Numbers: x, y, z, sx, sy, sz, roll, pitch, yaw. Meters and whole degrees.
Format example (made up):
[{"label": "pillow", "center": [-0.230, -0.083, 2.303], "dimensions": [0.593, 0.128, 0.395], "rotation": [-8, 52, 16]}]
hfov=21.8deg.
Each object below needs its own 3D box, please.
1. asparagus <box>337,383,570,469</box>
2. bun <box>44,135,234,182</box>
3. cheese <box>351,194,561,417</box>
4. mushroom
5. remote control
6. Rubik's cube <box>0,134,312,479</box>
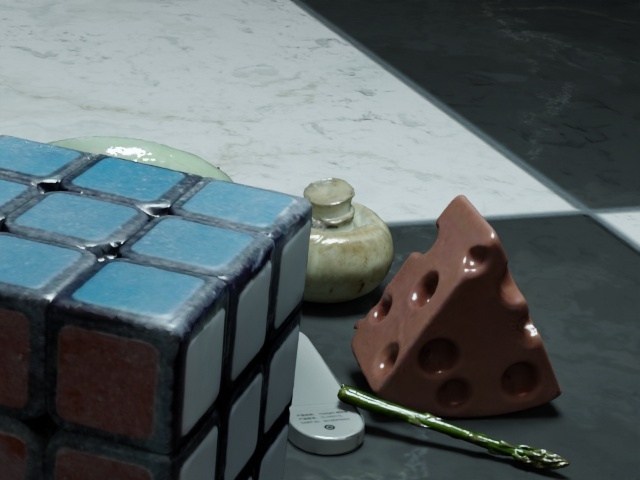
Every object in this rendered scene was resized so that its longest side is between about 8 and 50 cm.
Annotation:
[{"label": "asparagus", "center": [0.125, 0.180, 1.585], "dimensions": [0.233, 0.023, 0.022], "rotation": [17, 65, 13]}, {"label": "bun", "center": [-0.221, 0.014, 1.709], "dimensions": [0.293, 0.187, 0.293], "rotation": [0, -17, 0]}, {"label": "cheese", "center": [0.161, 0.090, 1.684], "dimensions": [0.177, 0.203, 0.128], "rotation": [31, 10, -24]}, {"label": "mushroom", "center": [0.000, 0.000, 1.883], "dimensions": [0.166, 0.127, 0.166], "rotation": [-2, 22, 1]}, {"label": "remote control", "center": [-0.022, 0.145, 1.659], "dimensions": [0.077, 0.022, 0.245], "rotation": [-4, 25, -18]}, {"label": "Rubik's cube", "center": [-0.200, 0.116, 1.321], "dimensions": [0.305, 0.303, 0.301], "rotation": [13, 24, 13]}]
